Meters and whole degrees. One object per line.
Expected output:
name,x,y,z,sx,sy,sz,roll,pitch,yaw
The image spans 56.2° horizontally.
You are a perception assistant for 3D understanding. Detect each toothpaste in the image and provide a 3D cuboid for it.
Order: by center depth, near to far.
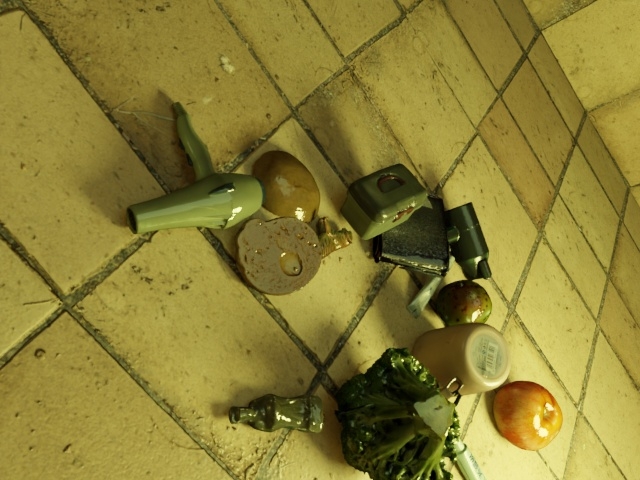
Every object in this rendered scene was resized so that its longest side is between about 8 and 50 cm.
toothpaste,0.431,0.662,1.655,0.296,0.048,0.075,60,41,-13
toothpaste,0.321,0.127,1.727,0.052,0.033,0.218,48,68,-21

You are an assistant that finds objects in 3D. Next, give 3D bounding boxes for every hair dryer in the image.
hair dryer,-0.296,-0.122,1.238,0.298,0.119,0.296,47,49,1
hair dryer,0.392,0.034,1.837,0.303,0.116,0.244,-18,87,-35

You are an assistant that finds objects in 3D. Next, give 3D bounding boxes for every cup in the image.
cup,0.360,0.334,1.579,0.253,0.200,0.191,-41,95,-31

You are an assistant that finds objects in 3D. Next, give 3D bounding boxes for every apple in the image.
apple,0.626,0.526,1.809,0.210,0.164,0.209,17,63,-36

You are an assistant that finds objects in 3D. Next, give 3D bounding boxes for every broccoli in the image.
broccoli,0.200,0.404,1.363,0.321,0.283,0.303,38,59,-4

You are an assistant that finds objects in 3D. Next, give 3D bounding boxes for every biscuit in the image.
biscuit,-0.097,0.034,1.357,0.208,0.049,0.180,-9,90,-31

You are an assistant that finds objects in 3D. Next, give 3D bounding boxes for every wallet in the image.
wallet,0.254,-0.030,1.707,0.221,0.071,0.262,12,61,-15

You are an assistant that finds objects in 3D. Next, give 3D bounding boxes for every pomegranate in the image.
pomegranate,0.418,0.209,1.751,0.159,0.159,0.205,-25,120,-46

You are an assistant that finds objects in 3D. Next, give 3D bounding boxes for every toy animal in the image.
toy animal,0.000,0.000,1.485,0.241,0.057,0.099,-30,96,-47

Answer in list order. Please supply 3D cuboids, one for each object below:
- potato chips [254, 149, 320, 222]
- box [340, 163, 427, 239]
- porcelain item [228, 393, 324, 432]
potato chips,-0.068,-0.135,1.471,0.208,0.062,0.195,53,44,-12
box,0.166,-0.105,1.597,0.210,0.129,0.148,-25,69,-34
porcelain item,-0.095,0.359,1.252,0.216,0.069,0.081,13,70,-35
